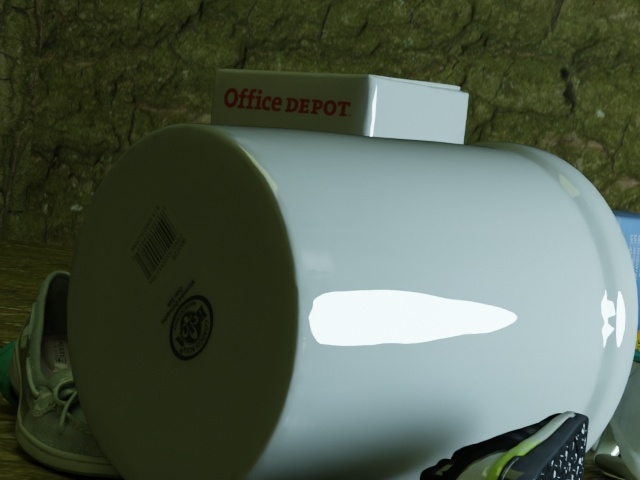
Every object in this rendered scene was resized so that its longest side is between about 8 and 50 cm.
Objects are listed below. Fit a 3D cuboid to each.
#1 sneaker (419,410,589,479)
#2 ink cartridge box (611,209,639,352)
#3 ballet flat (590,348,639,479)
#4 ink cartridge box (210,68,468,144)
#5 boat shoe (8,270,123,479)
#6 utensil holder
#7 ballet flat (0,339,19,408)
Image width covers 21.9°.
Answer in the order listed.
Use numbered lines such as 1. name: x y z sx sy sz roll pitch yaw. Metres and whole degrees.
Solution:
1. sneaker: 0.135 0.168 1.224 0.097 0.084 0.235 6 2 22
2. ink cartridge box: 0.332 0.092 2.093 0.151 0.270 0.395 11 6 44
3. ballet flat: 0.318 0.177 1.747 0.139 0.139 0.400 6 4 -3
4. ink cartridge box: 0.000 0.000 1.945 0.166 0.395 0.285 4 3 -43
5. boat shoe: -0.221 0.126 1.528 0.118 0.103 0.320 6 17 -19
6. utensil holder: 0.026 0.066 1.416 0.385 0.327 0.328 2 5 -43
7. ballet flat: -0.217 0.155 1.718 0.247 0.083 0.087 6 27 -10
